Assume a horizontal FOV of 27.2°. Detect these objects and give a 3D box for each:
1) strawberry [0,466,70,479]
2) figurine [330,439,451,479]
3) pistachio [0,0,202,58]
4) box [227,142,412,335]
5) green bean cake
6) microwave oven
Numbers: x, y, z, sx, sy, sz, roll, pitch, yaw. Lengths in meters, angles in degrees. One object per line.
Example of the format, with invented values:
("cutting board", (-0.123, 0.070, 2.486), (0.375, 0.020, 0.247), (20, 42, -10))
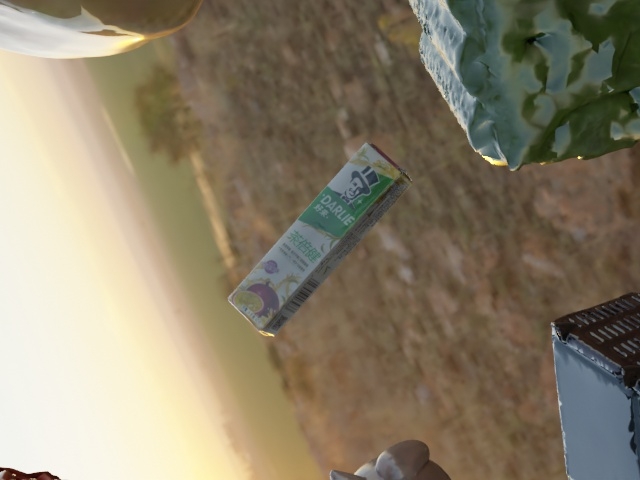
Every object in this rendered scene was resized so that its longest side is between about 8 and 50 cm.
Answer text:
("strawberry", (-0.094, 0.128, 0.454), (0.188, 0.286, 0.106), (-17, -82, -63))
("figurine", (0.084, 0.266, 1.334), (0.125, 0.125, 0.138), (59, -176, 38))
("pistachio", (-0.159, -0.214, 0.573), (0.309, 0.230, 0.230), (46, 175, -12))
("box", (0.000, 0.000, 1.258), (0.050, 0.207, 0.041), (43, -176, 21))
("green bean cake", (0.174, -0.186, 0.745), (0.156, 0.250, 0.247), (-112, 10, -58))
("microwave oven", (0.346, 0.187, 1.293), (0.188, 0.178, 0.247), (-138, 34, -61))
